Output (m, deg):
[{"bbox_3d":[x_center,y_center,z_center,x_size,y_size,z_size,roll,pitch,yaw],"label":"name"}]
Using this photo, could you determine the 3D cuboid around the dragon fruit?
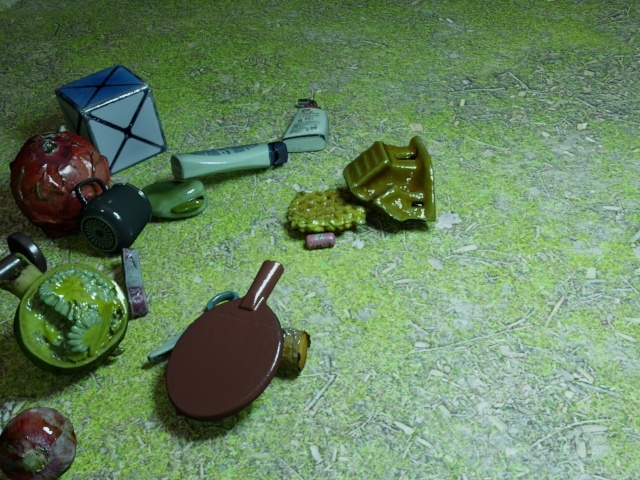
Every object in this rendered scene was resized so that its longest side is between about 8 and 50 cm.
[{"bbox_3d":[-0.761,-0.169,2.098,0.295,0.302,0.296,6,54,-8],"label":"dragon fruit"}]

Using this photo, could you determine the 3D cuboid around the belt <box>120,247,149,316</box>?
[{"bbox_3d":[-0.491,0.111,1.879,0.053,0.071,0.232,-11,43,-15],"label":"belt"}]

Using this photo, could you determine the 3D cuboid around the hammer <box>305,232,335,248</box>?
[{"bbox_3d":[0.000,0.000,1.954,0.083,0.043,0.043,-5,40,0],"label":"hammer"}]

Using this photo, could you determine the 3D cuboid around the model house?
[{"bbox_3d":[0.191,-0.163,1.993,0.239,0.174,0.268,1,35,-10],"label":"model house"}]

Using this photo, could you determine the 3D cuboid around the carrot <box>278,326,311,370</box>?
[{"bbox_3d":[-0.154,0.249,1.656,0.262,0.102,0.102,0,40,18],"label":"carrot"}]

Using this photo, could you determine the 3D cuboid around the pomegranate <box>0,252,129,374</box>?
[{"bbox_3d":[-0.608,0.164,1.668,0.340,0.260,0.260,40,52,4],"label":"pomegranate"}]

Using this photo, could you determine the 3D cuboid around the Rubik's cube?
[{"bbox_3d":[-0.691,-0.398,2.370,0.259,0.255,0.260,-28,42,-21],"label":"Rubik's cube"}]

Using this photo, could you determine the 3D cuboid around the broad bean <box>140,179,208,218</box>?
[{"bbox_3d":[-0.442,-0.122,2.132,0.227,0.100,0.169,9,33,36],"label":"broad bean"}]

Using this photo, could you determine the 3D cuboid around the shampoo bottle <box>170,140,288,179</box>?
[{"bbox_3d":[-0.269,-0.247,2.193,0.359,0.078,0.134,-12,18,-27],"label":"shampoo bottle"}]

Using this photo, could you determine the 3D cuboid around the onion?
[{"bbox_3d":[-0.583,0.410,1.477,0.159,0.160,0.195,-17,20,-12],"label":"onion"}]

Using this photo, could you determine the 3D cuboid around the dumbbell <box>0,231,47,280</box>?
[{"bbox_3d":[-0.854,0.088,1.900,0.124,0.140,0.225,33,51,18],"label":"dumbbell"}]

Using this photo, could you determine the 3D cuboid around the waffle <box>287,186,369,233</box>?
[{"bbox_3d":[0.025,-0.092,2.037,0.237,0.059,0.243,-4,30,7],"label":"waffle"}]

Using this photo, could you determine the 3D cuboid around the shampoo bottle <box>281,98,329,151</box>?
[{"bbox_3d":[-0.043,-0.399,2.417,0.153,0.071,0.284,-4,38,8],"label":"shampoo bottle"}]

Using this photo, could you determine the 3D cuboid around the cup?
[{"bbox_3d":[-0.590,-0.086,2.012,0.169,0.223,0.177,-18,23,38],"label":"cup"}]

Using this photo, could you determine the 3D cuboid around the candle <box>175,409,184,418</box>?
[{"bbox_3d":[-0.299,0.331,1.609,0.048,0.053,0.162,32,42,-22],"label":"candle"}]

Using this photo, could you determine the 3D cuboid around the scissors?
[{"bbox_3d":[-0.296,0.216,1.740,0.289,0.041,0.138,-31,44,-31],"label":"scissors"}]

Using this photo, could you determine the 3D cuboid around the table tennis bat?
[{"bbox_3d":[-0.192,0.215,1.606,0.268,0.051,0.415,9,55,28],"label":"table tennis bat"}]
